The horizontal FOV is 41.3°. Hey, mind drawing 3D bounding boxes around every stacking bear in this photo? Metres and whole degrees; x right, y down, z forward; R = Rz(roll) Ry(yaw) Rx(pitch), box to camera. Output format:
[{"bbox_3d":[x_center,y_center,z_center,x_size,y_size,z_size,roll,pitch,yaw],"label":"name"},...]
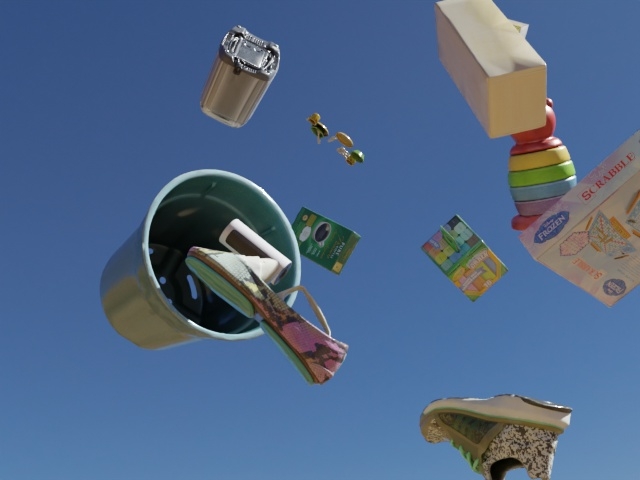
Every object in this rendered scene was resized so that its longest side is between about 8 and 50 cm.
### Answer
[{"bbox_3d":[0.503,-0.179,1.957,0.175,0.289,0.164,-11,6,13],"label":"stacking bear"}]

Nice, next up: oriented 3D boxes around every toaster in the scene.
[{"bbox_3d":[-0.170,-0.336,1.770,0.129,0.227,0.146,24,-58,-12],"label":"toaster"}]

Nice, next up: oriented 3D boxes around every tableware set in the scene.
[{"bbox_3d":[0.029,-0.222,1.886,0.154,0.024,0.104,44,-17,-15],"label":"tableware set"}]

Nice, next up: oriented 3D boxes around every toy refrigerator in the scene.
[{"bbox_3d":[0.256,-0.272,1.283,0.094,0.269,0.102,-13,-52,-1],"label":"toy refrigerator"}]

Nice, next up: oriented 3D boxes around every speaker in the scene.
[{"bbox_3d":[-0.120,0.022,1.574,0.136,0.055,0.055,39,-27,10],"label":"speaker"}]

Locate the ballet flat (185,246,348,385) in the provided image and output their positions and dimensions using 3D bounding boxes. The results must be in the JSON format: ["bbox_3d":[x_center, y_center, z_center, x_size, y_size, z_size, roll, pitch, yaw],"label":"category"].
[{"bbox_3d":[-0.057,0.072,0.992,0.221,0.079,0.077,43,-19,7],"label":"ballet flat"}]

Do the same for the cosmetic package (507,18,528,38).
[{"bbox_3d":[0.290,-0.362,1.447,0.115,0.060,0.041,21,-65,18],"label":"cosmetic package"}]

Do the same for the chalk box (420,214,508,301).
[{"bbox_3d":[0.360,0.038,2.183,0.132,0.132,0.213,-44,-46,7],"label":"chalk box"}]

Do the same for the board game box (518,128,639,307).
[{"bbox_3d":[0.564,-0.041,1.531,0.318,0.066,0.318,-44,-43,19],"label":"board game box"}]

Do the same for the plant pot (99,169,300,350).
[{"bbox_3d":[-0.275,0.071,1.739,0.341,0.341,0.334,17,-27,-32],"label":"plant pot"}]

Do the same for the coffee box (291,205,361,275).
[{"bbox_3d":[0.000,0.000,2.052,0.184,0.113,0.040,26,-5,40],"label":"coffee box"}]

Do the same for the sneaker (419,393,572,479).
[{"bbox_3d":[0.335,0.424,1.753,0.158,0.182,0.410,21,-23,-23],"label":"sneaker"}]
